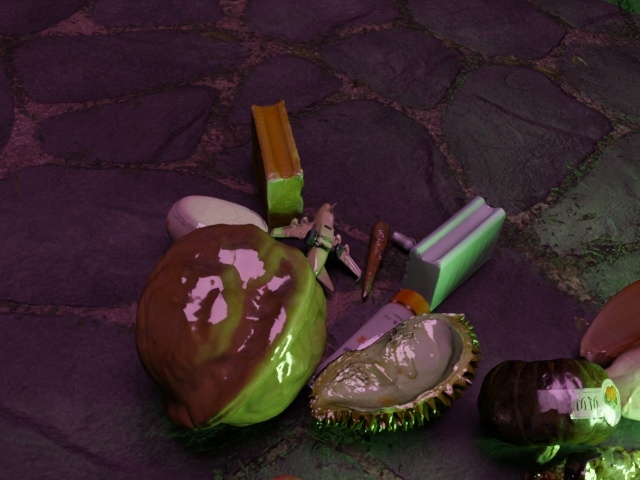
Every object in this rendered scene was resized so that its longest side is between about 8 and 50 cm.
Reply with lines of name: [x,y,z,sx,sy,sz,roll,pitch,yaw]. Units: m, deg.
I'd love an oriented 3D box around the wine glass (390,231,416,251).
wine glass: [0.205,0.008,1.947,0.083,0.039,0.042,32,25,27]

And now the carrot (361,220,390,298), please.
carrot: [0.123,0.043,1.895,0.049,0.049,0.254,13,45,5]

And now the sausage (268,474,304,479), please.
sausage: [0.094,0.495,1.352,0.433,0.087,0.088,21,43,14]

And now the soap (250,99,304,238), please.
soap: [-0.107,-0.173,1.985,0.091,0.199,0.315,-5,44,-11]

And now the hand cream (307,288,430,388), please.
hand cream: [0.102,0.221,1.665,0.140,0.089,0.314,35,55,10]

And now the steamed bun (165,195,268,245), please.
steamed bun: [-0.232,-0.006,1.820,0.228,0.130,0.177,19,29,-1]

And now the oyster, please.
oyster: [0.533,0.436,1.507,0.345,0.078,0.128,2,50,-11]

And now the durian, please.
durian: [0.153,0.251,1.538,0.394,0.163,0.198,-21,75,-22]

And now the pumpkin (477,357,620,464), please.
pumpkin: [0.416,0.315,1.512,0.260,0.260,0.189,4,76,-4]

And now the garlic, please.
garlic: [0.676,0.211,1.665,0.313,0.249,0.286,-46,59,5]

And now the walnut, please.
walnut: [-0.165,0.152,1.510,0.384,0.383,0.383,5,42,-4]

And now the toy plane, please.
toy plane: [0.000,0.000,1.858,0.229,0.092,0.244,27,49,-15]

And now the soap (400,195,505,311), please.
soap: [0.297,0.031,1.848,0.088,0.159,0.265,34,47,24]
